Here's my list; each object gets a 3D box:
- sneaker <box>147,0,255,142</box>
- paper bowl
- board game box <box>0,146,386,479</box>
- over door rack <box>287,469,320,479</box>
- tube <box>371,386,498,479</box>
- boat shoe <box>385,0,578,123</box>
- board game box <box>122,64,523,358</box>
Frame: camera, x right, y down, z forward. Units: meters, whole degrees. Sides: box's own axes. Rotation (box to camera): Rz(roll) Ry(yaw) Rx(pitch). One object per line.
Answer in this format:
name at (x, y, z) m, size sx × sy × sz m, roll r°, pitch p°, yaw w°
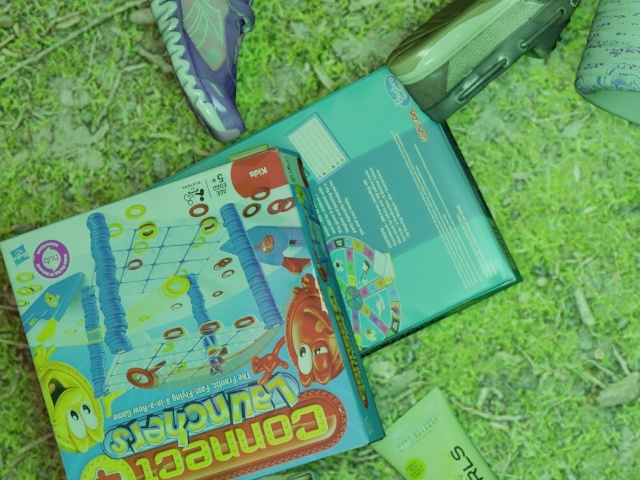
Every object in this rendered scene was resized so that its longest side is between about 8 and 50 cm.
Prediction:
sneaker at (-0.112, -0.213, 1.889) m, size 0.104 × 0.095 × 0.236 m, roll -19°, pitch 64°, yaw -3°
paper bowl at (0.389, -0.168, 1.690) m, size 0.284 × 0.284 × 0.148 m, roll 17°, pitch 87°, yaw 13°
board game box at (-0.128, 0.099, 1.813) m, size 0.308 × 0.086 × 0.302 m, roll -19°, pitch 83°, yaw 11°
over door rack at (-0.145, 0.353, 1.807) m, size 0.324 × 0.239 × 0.108 m, roll -33°, pitch 79°, yaw 10°
tube at (0.155, 0.269, 1.839) m, size 0.070 × 0.062 × 0.240 m, roll -29°, pitch 73°, yaw -31°
boat shoe at (0.197, -0.220, 1.820) m, size 0.285 × 0.103 × 0.092 m, roll -36°, pitch 110°, yaw -15°
board game box at (0.000, 0.000, 1.874) m, size 0.336 × 0.079 × 0.254 m, roll -26°, pitch 82°, yaw 11°
